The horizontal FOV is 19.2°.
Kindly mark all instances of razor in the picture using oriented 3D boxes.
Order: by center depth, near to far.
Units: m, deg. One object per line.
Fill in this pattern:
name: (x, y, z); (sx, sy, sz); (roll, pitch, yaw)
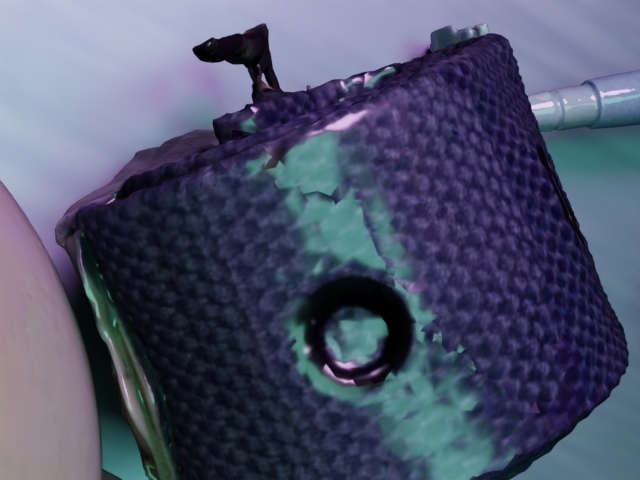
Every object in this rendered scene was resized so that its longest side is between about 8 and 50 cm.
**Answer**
razor: (0.108, -0.050, 0.669); (0.135, 0.040, 0.068); (-9, 92, -17)

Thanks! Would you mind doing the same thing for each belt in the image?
belt: (0.000, 0.000, 0.530); (0.139, 0.230, 0.126); (-22, 96, 4)

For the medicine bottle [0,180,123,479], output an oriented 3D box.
medicine bottle: (-0.206, 0.037, 0.427); (0.406, 0.236, 0.236); (27, 77, -20)
